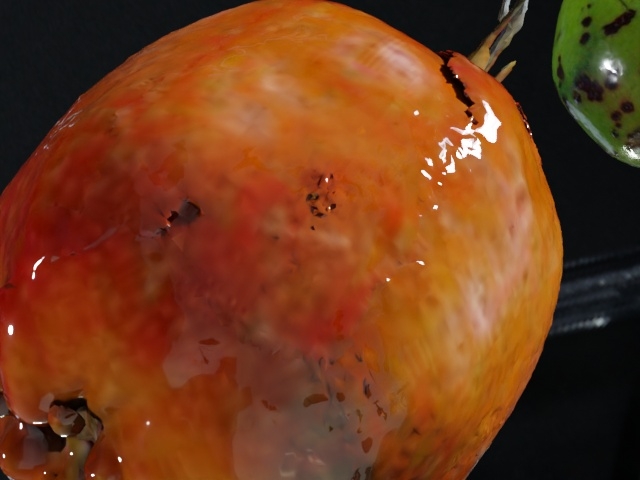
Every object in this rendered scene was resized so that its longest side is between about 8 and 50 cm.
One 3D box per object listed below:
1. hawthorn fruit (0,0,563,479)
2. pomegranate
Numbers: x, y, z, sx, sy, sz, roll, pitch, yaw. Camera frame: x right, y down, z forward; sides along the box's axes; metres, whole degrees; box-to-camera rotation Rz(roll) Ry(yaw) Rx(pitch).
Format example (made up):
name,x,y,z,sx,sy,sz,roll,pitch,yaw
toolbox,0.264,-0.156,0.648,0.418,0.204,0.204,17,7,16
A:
name,x,y,z,sx,sy,sz,roll,pitch,yaw
hawthorn fruit,0.000,0.000,0.458,0.299,0.211,0.211,-46,-55,-23
pomegranate,0.281,-0.151,0.973,0.202,0.248,0.202,1,-100,-5
